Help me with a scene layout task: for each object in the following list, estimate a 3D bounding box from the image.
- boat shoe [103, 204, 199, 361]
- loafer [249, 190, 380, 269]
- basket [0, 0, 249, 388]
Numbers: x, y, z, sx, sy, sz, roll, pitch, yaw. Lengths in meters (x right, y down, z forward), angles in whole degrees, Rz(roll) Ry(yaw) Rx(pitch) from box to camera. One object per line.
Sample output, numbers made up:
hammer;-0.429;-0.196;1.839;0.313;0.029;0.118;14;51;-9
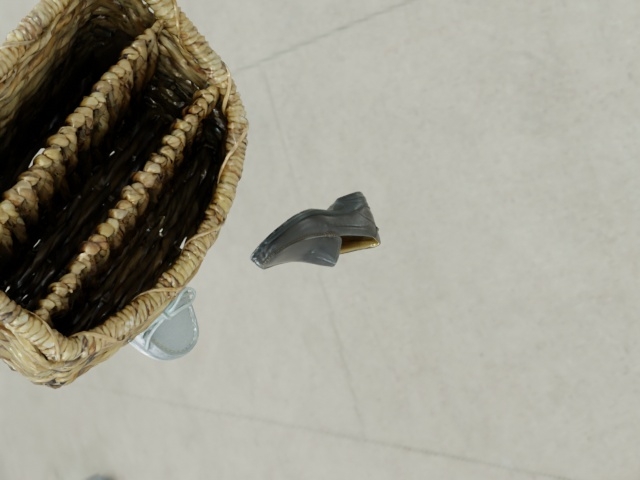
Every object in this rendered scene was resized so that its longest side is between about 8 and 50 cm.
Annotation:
boat shoe;-0.246;0.040;1.541;0.103;0.118;0.320;24;142;52
loafer;0.000;0.000;1.235;0.061;0.170;0.062;56;142;12
basket;-0.184;-0.046;0.951;0.213;0.299;0.223;35;152;0
